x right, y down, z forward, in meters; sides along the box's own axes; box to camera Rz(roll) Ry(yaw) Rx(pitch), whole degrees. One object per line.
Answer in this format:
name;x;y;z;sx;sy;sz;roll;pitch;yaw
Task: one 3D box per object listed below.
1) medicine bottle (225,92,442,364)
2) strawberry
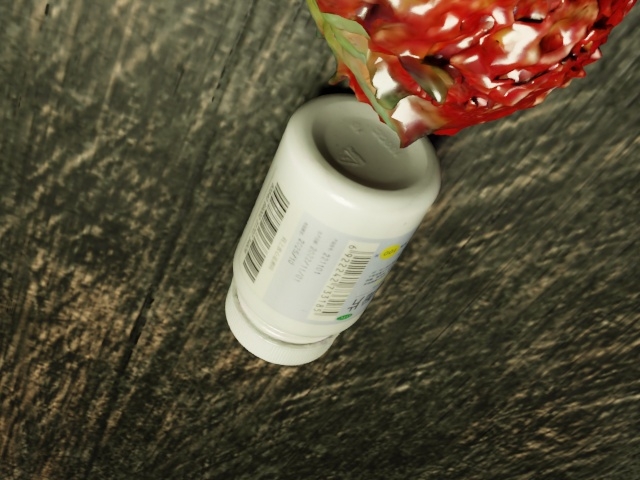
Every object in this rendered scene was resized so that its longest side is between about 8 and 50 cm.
medicine bottle;0.000;0.000;0.566;0.102;0.103;0.187;18;136;-9
strawberry;0.073;-0.141;0.358;0.201;0.184;0.187;-27;121;6
